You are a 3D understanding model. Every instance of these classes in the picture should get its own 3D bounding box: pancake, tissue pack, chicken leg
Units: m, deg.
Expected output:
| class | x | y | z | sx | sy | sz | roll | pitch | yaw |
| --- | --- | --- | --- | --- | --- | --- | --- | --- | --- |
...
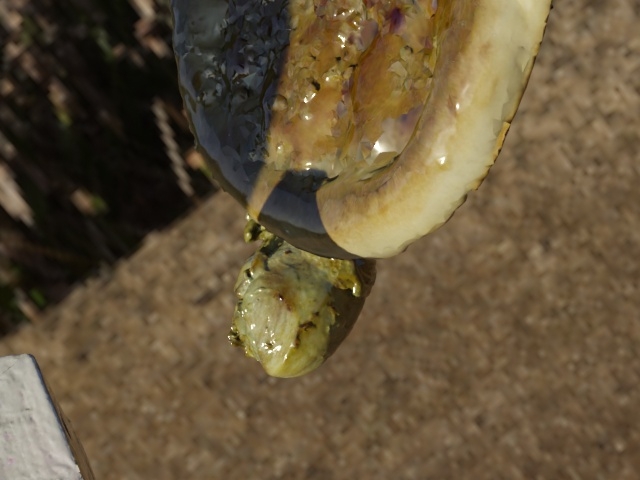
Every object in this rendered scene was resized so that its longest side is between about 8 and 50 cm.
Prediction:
| class | x | y | z | sx | sy | sz | roll | pitch | yaw |
| --- | --- | --- | --- | --- | --- | --- | --- | --- | --- |
| pancake | 0.015 | -0.184 | 1.148 | 0.382 | 0.071 | 0.382 | -8 | 80 | 50 |
| tissue pack | -0.158 | 0.133 | 1.024 | 0.060 | 0.108 | 0.148 | -21 | -17 | -8 |
| chicken leg | 0.000 | 0.000 | 1.398 | 0.103 | 0.088 | 0.227 | 12 | 70 | 36 |
